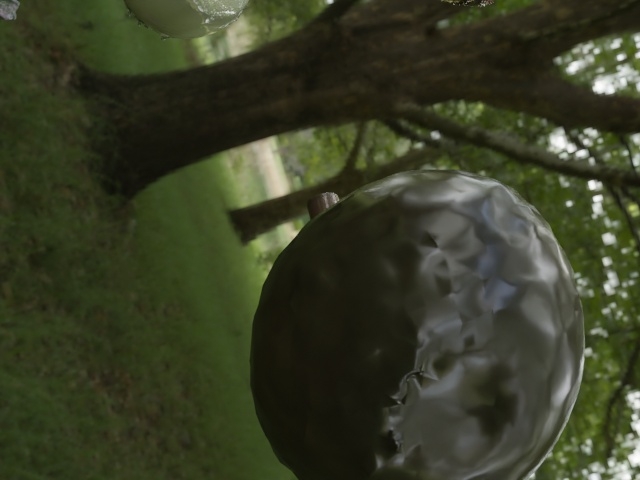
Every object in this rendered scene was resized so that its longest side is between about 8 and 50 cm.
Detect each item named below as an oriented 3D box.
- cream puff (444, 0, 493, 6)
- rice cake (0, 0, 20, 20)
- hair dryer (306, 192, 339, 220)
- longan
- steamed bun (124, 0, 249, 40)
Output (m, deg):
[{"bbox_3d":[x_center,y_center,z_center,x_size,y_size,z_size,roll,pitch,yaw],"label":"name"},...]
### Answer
[{"bbox_3d":[0.296,-0.655,2.213,0.350,0.229,0.350,57,-12,18],"label":"cream puff"},{"bbox_3d":[-0.674,-0.452,1.998,0.055,0.270,0.049,12,90,-56],"label":"rice cake"},{"bbox_3d":[0.000,0.000,1.998,0.181,0.064,0.117,121,-40,-58],"label":"hair dryer"},{"bbox_3d":[0.111,0.139,1.272,0.436,0.404,0.404,96,-17,-44],"label":"longan"},{"bbox_3d":[-0.286,-0.569,2.053,0.312,0.233,0.334,58,39,-29],"label":"steamed bun"}]
